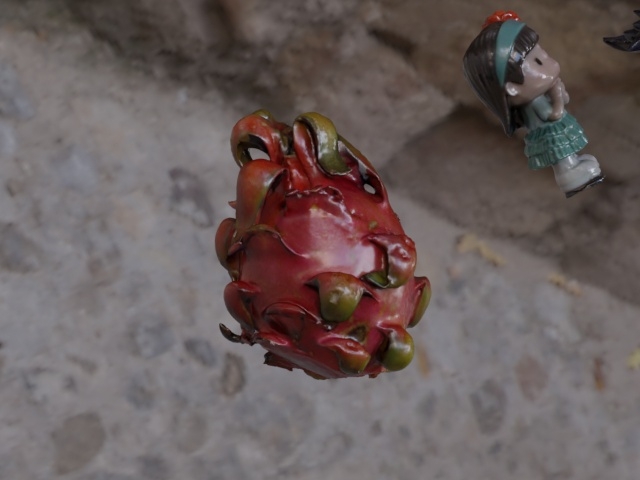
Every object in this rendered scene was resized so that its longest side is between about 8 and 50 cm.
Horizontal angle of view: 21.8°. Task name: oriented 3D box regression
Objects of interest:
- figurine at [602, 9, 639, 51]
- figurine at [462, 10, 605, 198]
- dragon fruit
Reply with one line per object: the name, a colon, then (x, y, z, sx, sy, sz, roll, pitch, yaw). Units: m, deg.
figurine: (0.428, -0.232, 1.753, 0.175, 0.197, 0.265, 40, 17, 2)
figurine: (0.271, -0.173, 2.120, 0.245, 0.110, 0.138, 58, 12, -9)
dragon fruit: (-0.008, 0.013, 1.831, 0.307, 0.227, 0.243, 44, 56, -15)
